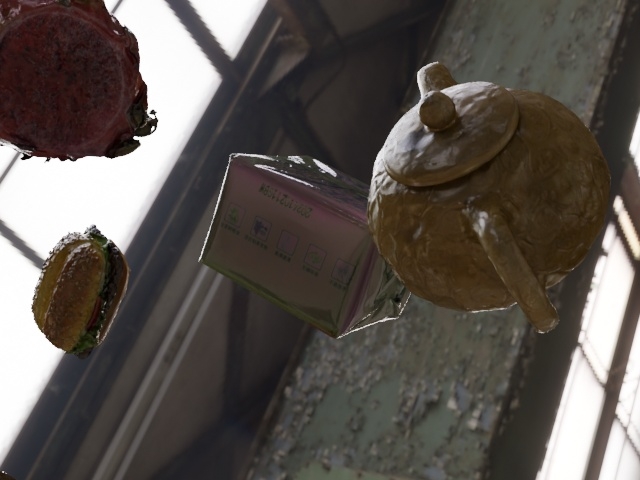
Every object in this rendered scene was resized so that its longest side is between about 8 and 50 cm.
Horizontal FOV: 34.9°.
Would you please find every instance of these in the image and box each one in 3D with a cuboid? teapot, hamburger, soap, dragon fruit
[{"bbox_3d":[0.126,-0.050,0.840,0.203,0.311,0.167,-27,-54,13],"label":"teapot"},{"bbox_3d":[-0.316,0.066,1.325,0.087,0.165,0.137,8,22,-44],"label":"hamburger"},{"bbox_3d":[0.000,0.000,1.136,0.199,0.138,0.182,28,14,23],"label":"soap"},{"bbox_3d":[-0.284,-0.186,1.114,0.282,0.211,0.147,25,-5,-27],"label":"dragon fruit"}]

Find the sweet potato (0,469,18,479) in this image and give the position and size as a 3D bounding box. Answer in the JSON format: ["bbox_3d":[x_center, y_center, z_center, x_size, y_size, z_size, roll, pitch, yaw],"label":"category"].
[{"bbox_3d":[-0.416,0.246,0.969,0.292,0.097,0.097,12,-21,-30],"label":"sweet potato"}]
